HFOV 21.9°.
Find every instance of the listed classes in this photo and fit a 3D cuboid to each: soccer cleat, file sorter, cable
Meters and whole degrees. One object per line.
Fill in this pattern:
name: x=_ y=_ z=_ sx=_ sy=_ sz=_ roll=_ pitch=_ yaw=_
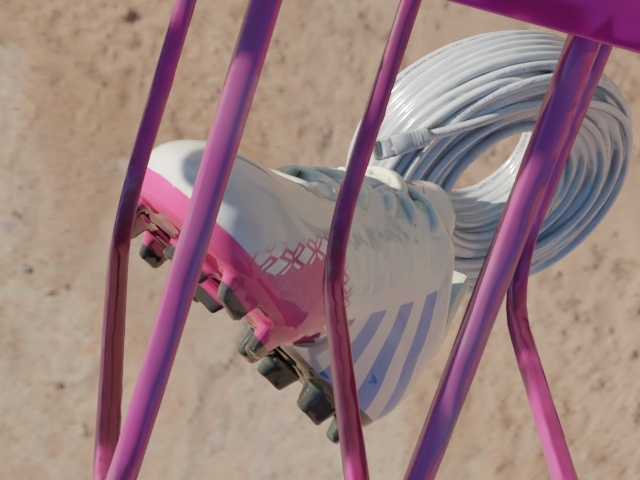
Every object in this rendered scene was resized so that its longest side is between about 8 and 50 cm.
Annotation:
soccer cleat: x=0.000 y=0.000 z=0.867 sx=0.116 sy=0.331 sz=0.143 roll=40 pitch=83 yaw=22
file sorter: x=-0.033 y=-0.042 z=0.441 sx=0.291 sy=0.202 sz=0.182 roll=14 pitch=116 yaw=-11
cable: x=0.147 y=-0.063 z=1.446 sx=0.257 sy=0.257 sz=0.089 roll=-26 pitch=49 yaw=-7
